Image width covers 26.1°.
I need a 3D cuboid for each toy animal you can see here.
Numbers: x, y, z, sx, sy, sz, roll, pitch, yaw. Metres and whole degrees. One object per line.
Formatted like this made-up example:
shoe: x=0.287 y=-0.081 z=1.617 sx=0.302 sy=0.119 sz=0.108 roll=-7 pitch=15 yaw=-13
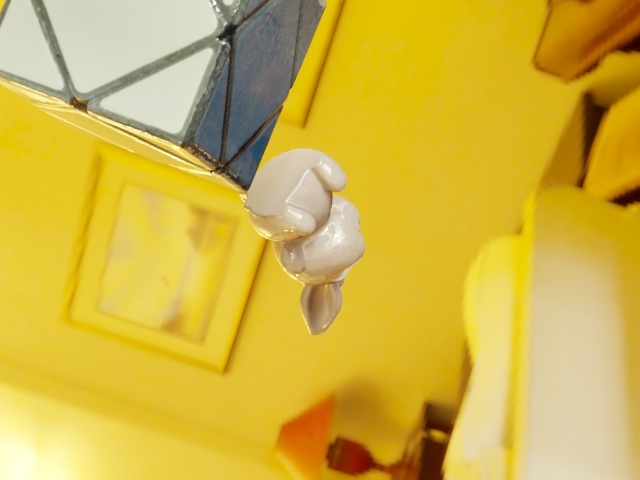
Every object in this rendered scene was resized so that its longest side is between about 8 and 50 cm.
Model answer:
toy animal: x=0.002 y=0.000 z=1.450 sx=0.212 sy=0.124 sz=0.124 roll=58 pitch=-141 yaw=-45

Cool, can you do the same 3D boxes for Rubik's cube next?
Rubik's cube: x=-0.139 y=-0.181 z=1.212 sx=0.205 sy=0.207 sz=0.205 roll=40 pitch=-109 yaw=-76
